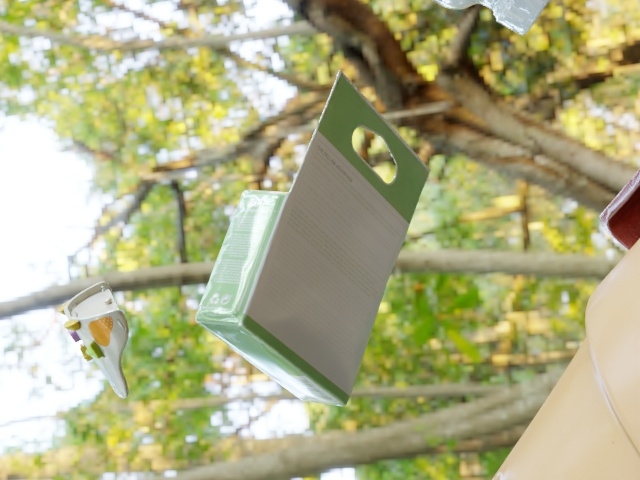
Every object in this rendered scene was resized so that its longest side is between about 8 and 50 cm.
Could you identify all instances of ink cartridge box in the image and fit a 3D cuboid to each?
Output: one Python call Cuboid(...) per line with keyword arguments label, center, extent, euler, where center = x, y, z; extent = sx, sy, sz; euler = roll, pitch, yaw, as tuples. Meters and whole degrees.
Cuboid(label="ink cartridge box", center=(0.000, 0.000, 1.172), extent=(0.171, 0.056, 0.235), euler=(42, -121, -46))

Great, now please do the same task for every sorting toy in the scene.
Cuboid(label="sorting toy", center=(-0.166, 0.081, 1.068), extent=(0.083, 0.045, 0.075), euler=(-140, 29, -70))

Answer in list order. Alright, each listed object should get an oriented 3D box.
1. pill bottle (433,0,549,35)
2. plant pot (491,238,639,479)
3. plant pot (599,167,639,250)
Cuboid(label="pill bottle", center=(0.107, -0.307, 1.274), extent=(0.153, 0.264, 0.153), euler=(-60, -1, -2))
Cuboid(label="plant pot", center=(0.186, 0.153, 0.588), extent=(0.291, 0.203, 0.291), euler=(36, -158, -17))
Cuboid(label="plant pot", center=(0.356, -0.042, 0.780), extent=(0.236, 0.267, 0.267), euler=(-48, -8, -12))
